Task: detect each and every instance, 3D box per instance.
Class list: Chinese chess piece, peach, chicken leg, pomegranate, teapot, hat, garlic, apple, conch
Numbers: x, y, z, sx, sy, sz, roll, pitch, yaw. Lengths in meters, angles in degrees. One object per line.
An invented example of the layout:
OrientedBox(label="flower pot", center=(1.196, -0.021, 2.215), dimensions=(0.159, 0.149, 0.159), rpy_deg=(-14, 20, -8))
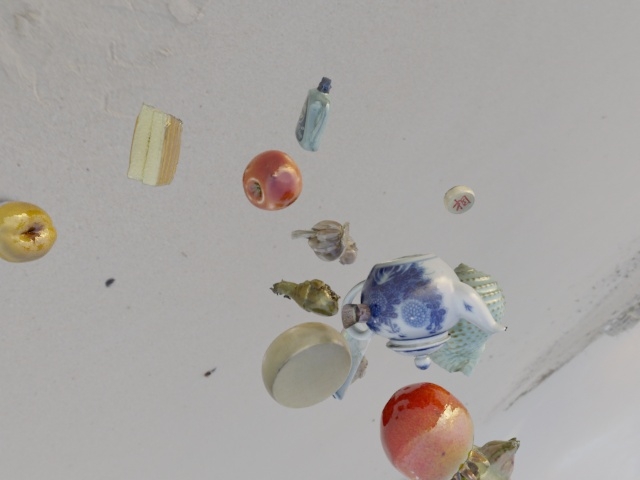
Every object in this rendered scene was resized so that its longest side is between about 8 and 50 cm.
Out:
OrientedBox(label="Chinese chess piece", center=(0.556, -0.162, 1.710), dimensions=(0.122, 0.051, 0.122), rpy_deg=(-7, 133, -7))
OrientedBox(label="peach", center=(-0.839, -0.025, 1.207), dimensions=(0.179, 0.103, 0.179), rpy_deg=(3, 90, -68))
OrientedBox(label="chicken leg", center=(-0.043, 0.157, 1.282), dimensions=(0.088, 0.228, 0.103), rpy_deg=(24, 85, -64))
OrientedBox(label="pomegranate", center=(0.262, 0.459, 0.994), dimensions=(0.220, 0.257, 0.220), rpy_deg=(-54, 164, -23))
OrientedBox(label="teapot", center=(0.228, 0.179, 1.051), dimensions=(0.425, 0.279, 0.253), rpy_deg=(-11, 177, 37))
OrientedBox(label="hat", center=(0.085, 0.174, 0.994), dimensions=(0.042, 0.058, 0.087), rpy_deg=(13, 147, -31))
OrientedBox(label="pomegranate", center=(0.471, 0.689, 1.238), dimensions=(0.276, 0.222, 0.203), rpy_deg=(-43, -157, 42))
OrientedBox(label="garlic", center=(0.000, 0.000, 1.377), dimensions=(0.195, 0.131, 0.127), rpy_deg=(-2, 147, 8))
OrientedBox(label="apple", center=(-0.130, -0.157, 1.139), dimensions=(0.139, 0.164, 0.163), rpy_deg=(-41, 153, -35))
OrientedBox(label="conch", center=(0.401, 0.230, 1.316), dimensions=(0.215, 0.303, 0.318), rpy_deg=(34, 64, -31))
OrientedBox(label="Chinese chess piece", center=(-0.040, 0.363, 1.238), dimensions=(0.274, 0.102, 0.272), rpy_deg=(-13, 122, -21))

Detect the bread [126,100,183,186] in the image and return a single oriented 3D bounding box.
OrientedBox(label="bread", center=(-0.535, -0.310, 1.406), dimensions=(0.111, 0.239, 0.245), rpy_deg=(13, 98, -9))

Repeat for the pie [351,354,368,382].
OrientedBox(label="pie", center=(0.133, 0.524, 1.743), dimensions=(0.129, 0.068, 0.282), rpy_deg=(-27, 144, -12))

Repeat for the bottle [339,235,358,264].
OrientedBox(label="bottle", center=(0.121, 0.039, 1.915), dimensions=(0.110, 0.097, 0.209), rpy_deg=(-49, -166, 11))

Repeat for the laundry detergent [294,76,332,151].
OrientedBox(label="laundry detergent", center=(-0.015, -0.535, 1.781), dimensions=(0.106, 0.214, 0.280), rpy_deg=(11, 129, -22))

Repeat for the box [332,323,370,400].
OrientedBox(label="box", center=(0.090, 0.403, 1.491), dimensions=(0.142, 0.044, 0.285), rpy_deg=(59, 44, -26))
